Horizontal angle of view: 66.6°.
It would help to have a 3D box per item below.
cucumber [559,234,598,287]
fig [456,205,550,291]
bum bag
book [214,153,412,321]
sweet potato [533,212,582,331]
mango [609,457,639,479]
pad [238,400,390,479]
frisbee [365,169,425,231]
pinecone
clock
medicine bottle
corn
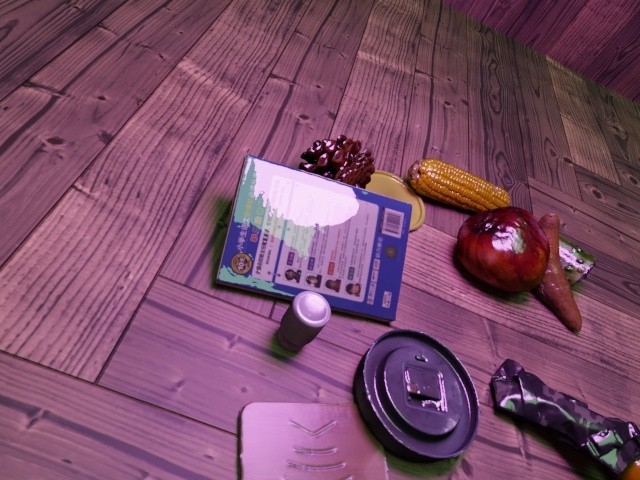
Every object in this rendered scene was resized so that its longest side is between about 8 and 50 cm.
[{"bbox_3d":[0.694,0.034,1.476,0.244,0.134,0.134,42,46,22],"label":"cucumber"},{"bbox_3d":[0.501,0.024,1.324,0.263,0.224,0.224,33,46,1],"label":"fig"},{"bbox_3d":[0.547,0.398,1.099,0.340,0.095,0.144,27,48,16],"label":"bum bag"},{"bbox_3d":[0.000,0.000,1.117,0.427,0.039,0.300,16,76,-16],"label":"book"},{"bbox_3d":[0.650,0.096,1.385,0.092,0.114,0.342,-13,90,-50],"label":"sweet potato"},{"bbox_3d":[0.745,0.530,1.089,0.221,0.120,0.152,23,39,2],"label":"mango"},{"bbox_3d":[-0.004,0.428,0.863,0.286,0.018,0.284,8,50,-20],"label":"pad"},{"bbox_3d":[0.199,-0.117,1.415,0.235,0.017,0.236,14,49,-16],"label":"frisbee"},{"bbox_3d":[0.035,-0.181,1.271,0.207,0.208,0.208,14,49,-16],"label":"pinecone"},{"bbox_3d":[0.202,0.318,1.022,0.280,0.055,0.281,16,46,-18],"label":"clock"},{"bbox_3d":[-0.038,0.166,0.984,0.080,0.130,0.080,14,49,-17],"label":"medicine bottle"},{"bbox_3d":[0.423,-0.158,1.491,0.363,0.120,0.120,18,47,-20],"label":"corn"}]
